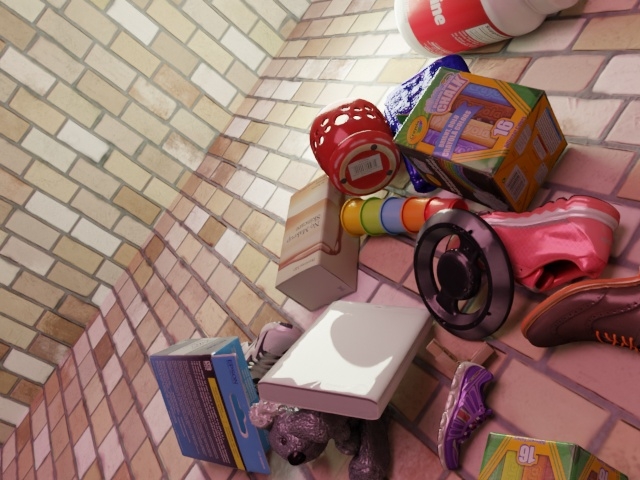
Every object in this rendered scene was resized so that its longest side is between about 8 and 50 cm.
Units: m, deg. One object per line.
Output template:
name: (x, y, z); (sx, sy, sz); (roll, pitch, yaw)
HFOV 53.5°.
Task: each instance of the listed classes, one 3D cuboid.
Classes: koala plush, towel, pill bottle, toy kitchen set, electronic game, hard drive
koala plush: (-0.006, 0.332, 1.146); (0.221, 0.196, 0.203); (-33, 24, 33)
towel: (0.260, -0.273, 1.427); (0.228, 0.076, 0.308); (-35, 45, 24)
pill bottle: (0.382, -0.572, 1.467); (0.408, 0.229, 0.229); (4, 63, 56)
toy kitchen set: (0.234, 0.181, 1.069); (0.075, 0.083, 0.068); (-50, -11, 7)
electronic game: (0.239, 0.058, 1.090); (0.229, 0.048, 0.229); (25, 121, 52)
hard drive: (0.055, 0.191, 1.096); (0.203, 0.040, 0.307); (3, 21, 25)

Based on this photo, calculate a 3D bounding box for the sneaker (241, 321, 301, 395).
sneaker: (-0.131, 0.289, 1.444); (0.235, 0.094, 0.153); (-29, 40, 37)

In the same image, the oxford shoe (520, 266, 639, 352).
oxford shoe: (0.404, 0.109, 0.872); (0.271, 0.097, 0.098); (-29, 44, 36)

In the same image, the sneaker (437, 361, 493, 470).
sneaker: (0.225, 0.275, 0.983); (0.071, 0.068, 0.169); (15, 82, 21)

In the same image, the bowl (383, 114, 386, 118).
bowl: (0.172, -0.260, 1.619); (0.142, 0.053, 0.142); (-24, 42, 41)

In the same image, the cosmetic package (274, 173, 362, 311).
cosmetic package: (0.000, 0.000, 1.518); (0.153, 0.129, 0.296); (-30, 38, 33)

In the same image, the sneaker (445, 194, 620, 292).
sneaker: (0.327, 0.023, 1.048); (0.314, 0.116, 0.136); (-17, 50, 48)

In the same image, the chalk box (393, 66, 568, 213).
chalk box: (0.275, -0.194, 1.199); (0.289, 0.180, 0.179); (30, 85, 40)

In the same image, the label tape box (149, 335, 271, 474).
label tape box: (-0.207, 0.339, 1.348); (0.115, 0.249, 0.348); (-21, 6, -43)

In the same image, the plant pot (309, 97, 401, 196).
plant pot: (0.084, -0.205, 1.460); (0.191, 0.191, 0.174); (-43, 40, 19)

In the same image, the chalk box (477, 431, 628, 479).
chalk box: (0.266, 0.361, 0.765); (0.132, 0.132, 0.213); (-12, 50, 50)

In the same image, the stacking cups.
stacking cups: (0.172, -0.051, 1.363); (0.316, 0.096, 0.096); (2, 61, 55)
